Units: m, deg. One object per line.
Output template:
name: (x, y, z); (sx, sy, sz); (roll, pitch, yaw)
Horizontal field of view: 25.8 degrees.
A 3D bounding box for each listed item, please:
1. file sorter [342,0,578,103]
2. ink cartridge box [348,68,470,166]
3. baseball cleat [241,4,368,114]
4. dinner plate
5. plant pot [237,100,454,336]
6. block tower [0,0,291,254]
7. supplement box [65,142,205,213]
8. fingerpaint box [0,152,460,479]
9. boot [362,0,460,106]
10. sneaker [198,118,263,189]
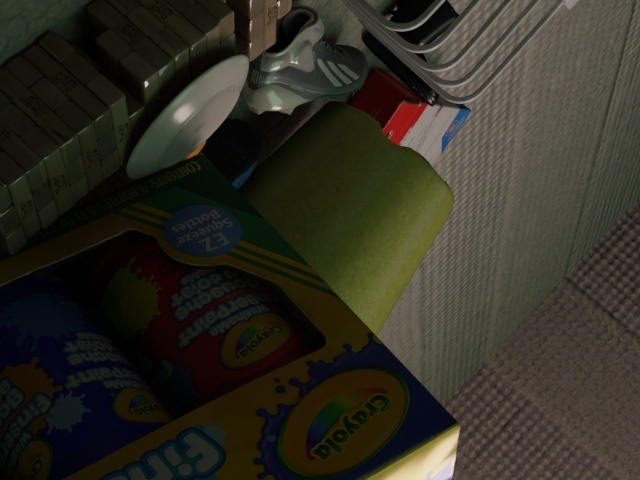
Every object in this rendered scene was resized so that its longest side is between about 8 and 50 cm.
file sorter: (0.105, -0.269, 1.329); (0.173, 0.193, 0.277); (-48, 162, 6)
ink cartridge box: (0.083, -0.133, 1.711); (0.134, 0.078, 0.231); (-56, 160, 16)
baseball cleat: (-0.002, -0.190, 1.422); (0.206, 0.072, 0.109); (-34, 146, -54)
dinner plate: (-0.106, -0.099, 1.166); (0.141, 0.017, 0.141); (-44, 174, -6)
plant pot: (0.000, 0.000, 1.499); (0.254, 0.276, 0.276); (-51, 162, -8)
block tower: (-0.169, -0.128, 1.130); (0.335, 0.097, 0.091); (-40, 159, -22)
supplement box: (-0.207, -0.025, 1.269); (0.233, 0.078, 0.080); (-55, 160, 15)
fingerpaint box: (-0.179, 0.165, 1.093); (0.444, 0.371, 0.163); (-26, 142, -24)
boot: (0.117, -0.222, 1.558); (0.099, 0.121, 0.045); (-43, 164, 1)
sneaker: (-0.138, -0.041, 1.390); (0.209, 0.069, 0.082); (-43, 176, -40)
